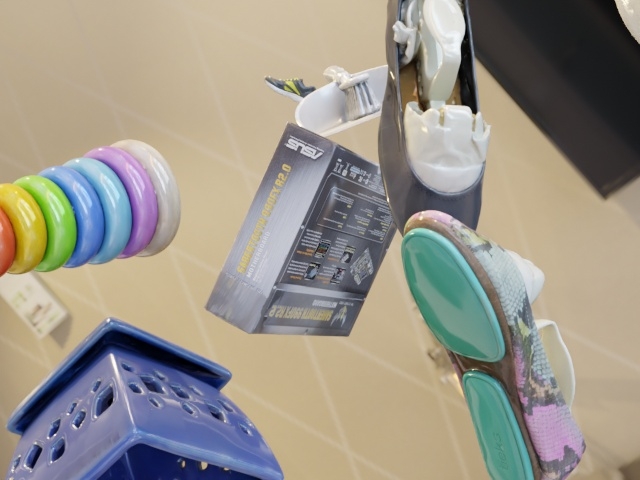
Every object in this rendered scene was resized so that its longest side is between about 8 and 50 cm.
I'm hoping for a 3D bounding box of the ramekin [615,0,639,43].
[{"bbox_3d":[0.525,-0.357,1.252,0.277,0.277,0.135,-41,3,-2],"label":"ramekin"}]

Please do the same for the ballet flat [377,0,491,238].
[{"bbox_3d":[0.074,-0.090,0.635,0.074,0.203,0.074,-1,-14,0],"label":"ballet flat"}]

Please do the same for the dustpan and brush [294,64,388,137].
[{"bbox_3d":[0.032,-0.160,1.052,0.147,0.060,0.211,-22,10,-4],"label":"dustpan and brush"}]

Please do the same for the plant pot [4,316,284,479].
[{"bbox_3d":[-0.221,0.239,1.155,0.236,0.236,0.212,-43,44,17],"label":"plant pot"}]

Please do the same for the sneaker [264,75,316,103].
[{"bbox_3d":[-0.044,-0.234,1.501,0.031,0.083,0.035,-63,-1,-80],"label":"sneaker"}]

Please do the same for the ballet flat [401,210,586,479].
[{"bbox_3d":[0.115,0.062,0.616,0.079,0.222,0.077,-37,27,-27],"label":"ballet flat"}]

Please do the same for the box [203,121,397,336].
[{"bbox_3d":[0.000,0.000,0.953,0.183,0.056,0.231,-65,-24,5],"label":"box"}]

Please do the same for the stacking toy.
[{"bbox_3d":[-0.312,-0.018,1.061,0.330,0.141,0.141,-18,-18,-48],"label":"stacking toy"}]
